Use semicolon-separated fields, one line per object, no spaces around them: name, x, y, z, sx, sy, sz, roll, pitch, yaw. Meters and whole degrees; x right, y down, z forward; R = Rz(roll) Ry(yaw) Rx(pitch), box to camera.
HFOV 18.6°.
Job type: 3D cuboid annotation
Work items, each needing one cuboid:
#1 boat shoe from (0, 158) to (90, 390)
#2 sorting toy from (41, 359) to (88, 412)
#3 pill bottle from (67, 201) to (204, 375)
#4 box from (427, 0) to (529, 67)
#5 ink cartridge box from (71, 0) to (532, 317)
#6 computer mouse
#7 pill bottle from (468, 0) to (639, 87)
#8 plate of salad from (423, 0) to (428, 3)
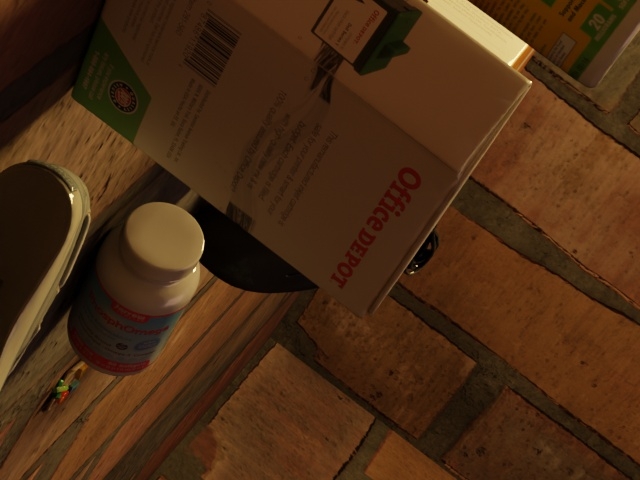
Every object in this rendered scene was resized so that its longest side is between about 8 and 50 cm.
boat shoe;-0.202;0.054;1.146;0.227;0.079;0.081;-57;172;9
sorting toy;-0.252;0.146;1.930;0.062;0.012;0.083;-54;177;22
pill bottle;-0.150;0.039;1.606;0.087;0.087;0.160;-50;175;-39
box;0.123;-0.204;2.119;0.345;0.168;0.215;-50;175;-46
ink cartridge box;-0.015;-0.083;1.087;0.092;0.219;0.160;-50;176;-36
computer mouse;0.000;0.000;1.985;0.188;0.272;0.072;97;-15;-53
pill bottle;0.189;-0.262;1.773;0.136;0.245;0.136;-53;176;-5
plate of salad;0.065;-0.192;1.690;0.200;0.048;0.200;15;90;-83
